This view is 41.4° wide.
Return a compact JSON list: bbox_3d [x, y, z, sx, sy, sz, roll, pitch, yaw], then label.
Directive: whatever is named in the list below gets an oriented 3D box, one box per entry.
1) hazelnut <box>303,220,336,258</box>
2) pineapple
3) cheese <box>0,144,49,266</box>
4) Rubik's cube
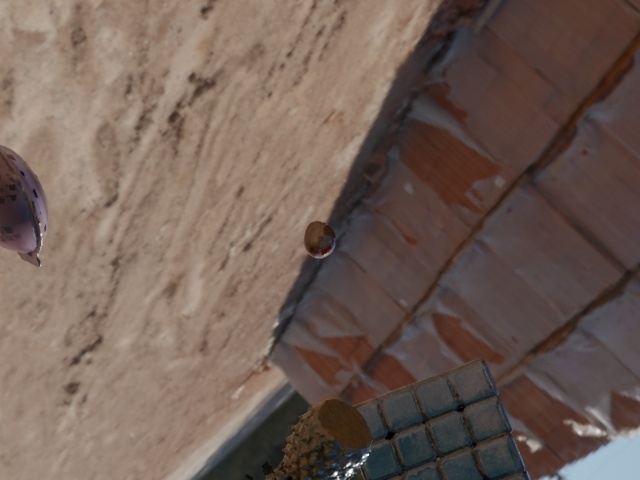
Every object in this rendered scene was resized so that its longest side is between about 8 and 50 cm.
[{"bbox_3d":[0.000,0.000,1.927,0.086,0.086,0.086,-45,173,-7],"label":"hazelnut"},{"bbox_3d":[-0.033,0.339,1.208,0.251,0.125,0.125,-55,170,21],"label":"pineapple"},{"bbox_3d":[-0.432,-0.093,1.119,0.189,0.285,0.074,13,-145,44],"label":"cheese"},{"bbox_3d":[0.275,0.488,1.913,0.345,0.337,0.344,-23,164,6],"label":"Rubik's cube"}]
